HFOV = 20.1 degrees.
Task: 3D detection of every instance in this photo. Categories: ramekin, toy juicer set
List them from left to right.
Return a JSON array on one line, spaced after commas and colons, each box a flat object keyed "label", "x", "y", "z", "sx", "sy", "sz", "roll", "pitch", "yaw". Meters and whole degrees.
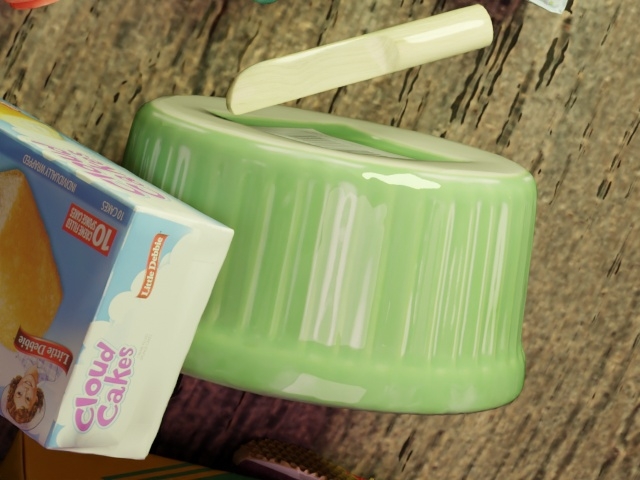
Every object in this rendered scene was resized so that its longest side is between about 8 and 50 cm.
[{"label": "ramekin", "x": 0.000, "y": 0.000, "z": 1.200, "sx": 0.303, "sy": 0.303, "sz": 0.148, "roll": 8, "pitch": 100, "yaw": -16}, {"label": "toy juicer set", "x": 0.042, "y": -0.236, "z": 1.209, "sx": 0.209, "sy": 0.089, "sz": 0.329, "roll": 5, "pitch": 89, "yaw": -18}]

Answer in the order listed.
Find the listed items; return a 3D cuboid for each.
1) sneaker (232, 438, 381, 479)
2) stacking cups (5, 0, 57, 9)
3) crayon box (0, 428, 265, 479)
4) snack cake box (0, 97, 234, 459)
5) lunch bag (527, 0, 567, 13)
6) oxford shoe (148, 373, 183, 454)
[{"label": "sneaker", "x": 0.006, "y": 0.219, "z": 1.397, "sx": 0.185, "sy": 0.069, "sz": 0.084, "roll": 24, "pitch": 97, "yaw": -19}, {"label": "stacking cups", "x": -0.234, "y": -0.300, "z": 1.148, "sx": 0.096, "sy": 0.096, "sz": 0.316, "roll": -19, "pitch": 115, "yaw": -6}, {"label": "crayon box", "x": -0.148, "y": 0.251, "z": 1.309, "sx": 0.323, "sy": 0.083, "sz": 0.203, "roll": 16, "pitch": 123, "yaw": -23}, {"label": "snack cake box", "x": -0.191, "y": 0.008, "z": 1.112, "sx": 0.089, "sy": 0.264, "sz": 0.152, "roll": 14, "pitch": 101, "yaw": -51}, {"label": "lunch bag", "x": 0.138, "y": -0.204, "z": 1.276, "sx": 0.083, "sy": 0.071, "sz": 0.053, "roll": 24, "pitch": 104, "yaw": -19}, {"label": "oxford shoe", "x": -0.165, "y": 0.138, "z": 1.336, "sx": 0.076, "sy": 0.076, "sz": 0.212, "roll": -15, "pitch": 135, "yaw": -54}]
